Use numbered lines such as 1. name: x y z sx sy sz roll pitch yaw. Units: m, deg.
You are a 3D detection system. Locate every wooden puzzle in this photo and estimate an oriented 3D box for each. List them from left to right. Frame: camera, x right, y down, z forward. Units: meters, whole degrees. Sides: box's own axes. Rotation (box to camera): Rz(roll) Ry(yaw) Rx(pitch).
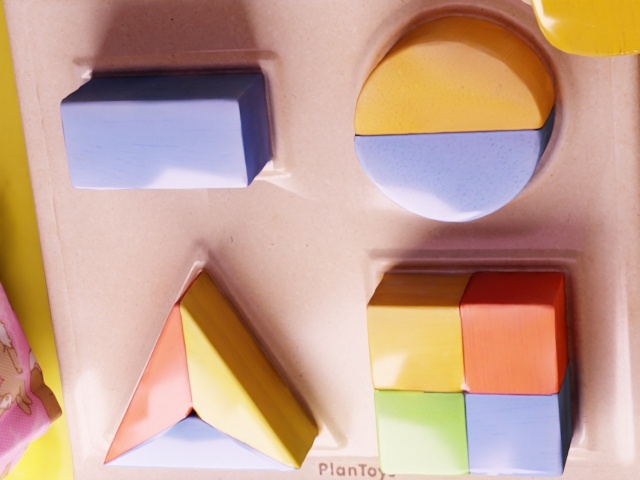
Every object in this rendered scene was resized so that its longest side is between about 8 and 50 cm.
1. wooden puzzle: 0.000 0.000 0.955 0.322 0.080 0.348 0 105 15

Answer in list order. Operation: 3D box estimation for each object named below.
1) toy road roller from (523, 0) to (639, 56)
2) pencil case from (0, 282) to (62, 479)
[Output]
1. toy road roller: 0.161 -0.244 0.712 0.240 0.202 0.329 -7 145 11
2. pencil case: -0.288 -0.027 0.987 0.160 0.167 0.386 -14 104 54
